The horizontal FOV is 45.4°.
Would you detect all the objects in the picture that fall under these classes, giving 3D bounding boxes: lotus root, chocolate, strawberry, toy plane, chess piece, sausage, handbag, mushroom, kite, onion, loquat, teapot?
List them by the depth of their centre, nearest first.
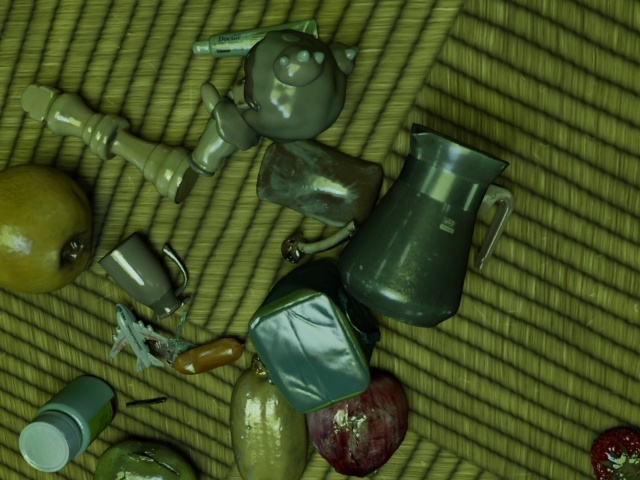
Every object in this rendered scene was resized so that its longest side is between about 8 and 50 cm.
[{"bbox_3d":[0.218,-0.023,1.471,0.300,0.253,0.344,15,106,-30],"label":"teapot"},{"bbox_3d":[-0.009,-0.113,1.554,0.254,0.080,0.157,20,108,4],"label":"chocolate"},{"bbox_3d":[-0.003,0.187,1.557,0.222,0.241,0.263,-29,101,16],"label":"handbag"},{"bbox_3d":[0.000,0.000,1.580,0.187,0.061,0.060,-17,108,29],"label":"mushroom"},{"bbox_3d":[-0.442,-0.215,1.588,0.397,0.117,0.117,28,109,3],"label":"chess piece"},{"bbox_3d":[-0.616,-0.026,1.595,0.275,0.275,0.275,3,106,10],"label":"loquat"},{"bbox_3d":[0.635,0.466,1.602,0.145,0.086,0.145,2,105,8],"label":"strawberry"},{"bbox_3d":[0.094,0.429,1.657,0.227,0.120,0.283,-13,115,-3],"label":"onion"},{"bbox_3d":[-0.115,0.389,1.684,0.169,0.151,0.342,-3,101,4],"label":"lotus root"},{"bbox_3d":[-0.248,0.261,1.719,0.183,0.054,0.062,-22,79,17],"label":"sausage"},{"bbox_3d":[-0.418,0.217,1.729,0.162,0.065,0.171,-15,98,22],"label":"toy plane"},{"bbox_3d":[-0.334,0.227,1.751,0.137,0.005,0.152,12,107,6],"label":"kite"}]

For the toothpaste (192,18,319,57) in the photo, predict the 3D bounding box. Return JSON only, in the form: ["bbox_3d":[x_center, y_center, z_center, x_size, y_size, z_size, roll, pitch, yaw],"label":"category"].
[{"bbox_3d":[-0.129,-0.393,1.520,0.255,0.037,0.067,-4,99,8],"label":"toothpaste"}]

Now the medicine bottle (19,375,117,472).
[{"bbox_3d":[-0.566,0.411,1.730,0.139,0.225,0.139,3,105,10],"label":"medicine bottle"}]

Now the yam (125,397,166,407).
[{"bbox_3d":[-0.412,0.384,1.805,0.107,0.014,0.014,-11,103,14],"label":"yam"}]

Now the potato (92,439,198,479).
[{"bbox_3d":[-0.405,0.555,1.785,0.248,0.143,0.169,18,119,4],"label":"potato"}]

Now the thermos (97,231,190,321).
[{"bbox_3d":[-0.369,0.075,1.672,0.137,0.105,0.193,-42,100,-13],"label":"thermos"}]

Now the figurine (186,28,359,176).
[{"bbox_3d":[-0.105,-0.254,1.463,0.380,0.248,0.203,-30,85,31],"label":"figurine"}]
